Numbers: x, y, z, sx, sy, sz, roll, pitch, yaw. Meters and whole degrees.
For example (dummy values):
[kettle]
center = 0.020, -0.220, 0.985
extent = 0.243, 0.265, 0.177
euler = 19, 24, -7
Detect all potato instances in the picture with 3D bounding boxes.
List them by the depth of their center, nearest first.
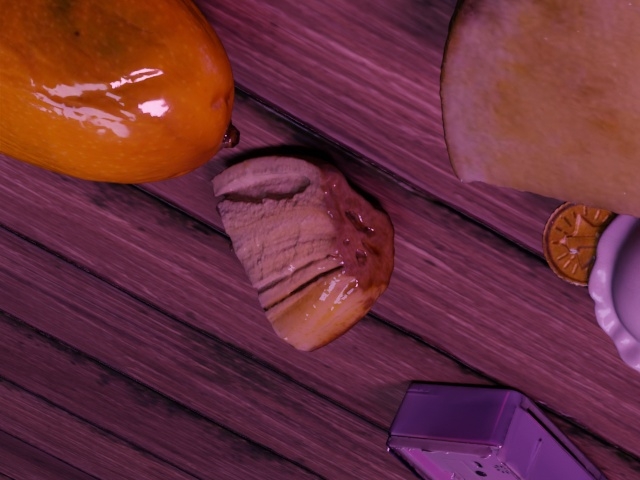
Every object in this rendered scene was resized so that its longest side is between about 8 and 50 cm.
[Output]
[potato]
center = 0.193, -0.117, 0.828
extent = 0.269, 0.112, 0.255
euler = 11, 149, 19

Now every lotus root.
[lotus root]
center = 0.000, 0.000, 1.273
extent = 0.135, 0.095, 0.159
euler = -20, 91, 50

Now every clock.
[clock]
center = 0.171, 0.214, 1.554
extent = 0.144, 0.073, 0.193
euler = 0, 146, 42

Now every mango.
[mango]
center = -0.216, -0.145, 1.102
extent = 0.359, 0.144, 0.187
euler = 23, 144, 16

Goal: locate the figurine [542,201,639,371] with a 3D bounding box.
[figurine]
center = 0.271, 0.044, 1.050
extent = 0.271, 0.143, 0.143
euler = 20, 155, 5
